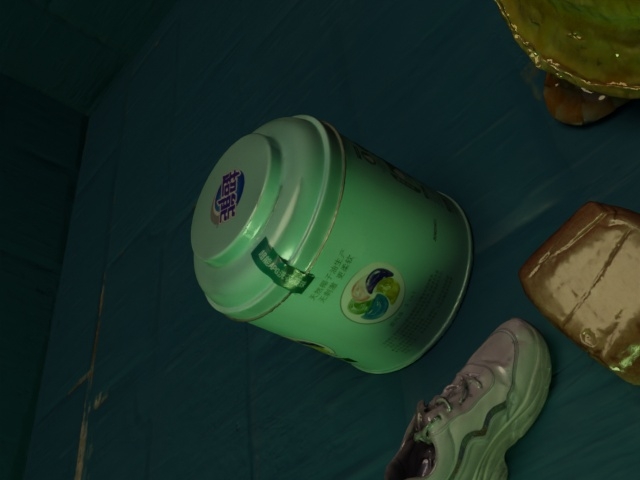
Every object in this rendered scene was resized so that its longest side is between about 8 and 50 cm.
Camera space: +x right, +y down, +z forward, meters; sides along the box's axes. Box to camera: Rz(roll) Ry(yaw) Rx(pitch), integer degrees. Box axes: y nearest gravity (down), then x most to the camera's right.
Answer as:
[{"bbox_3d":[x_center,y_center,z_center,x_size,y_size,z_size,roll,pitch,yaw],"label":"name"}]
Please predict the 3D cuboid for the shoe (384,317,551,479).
[{"bbox_3d":[0.158,0.190,0.848,0.095,0.137,0.245,16,81,54],"label":"shoe"}]

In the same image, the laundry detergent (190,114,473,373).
[{"bbox_3d":[0.000,0.000,1.057,0.287,0.305,0.287,-35,41,38],"label":"laundry detergent"}]

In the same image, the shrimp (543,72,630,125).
[{"bbox_3d":[0.367,-0.245,0.934,0.254,0.059,0.145,-47,38,26],"label":"shrimp"}]

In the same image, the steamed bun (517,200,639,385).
[{"bbox_3d":[0.301,0.048,0.779,0.145,0.106,0.175,-49,48,13],"label":"steamed bun"}]

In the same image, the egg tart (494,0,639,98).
[{"bbox_3d":[0.345,-0.367,0.796,0.443,0.178,0.443,1,92,38],"label":"egg tart"}]
